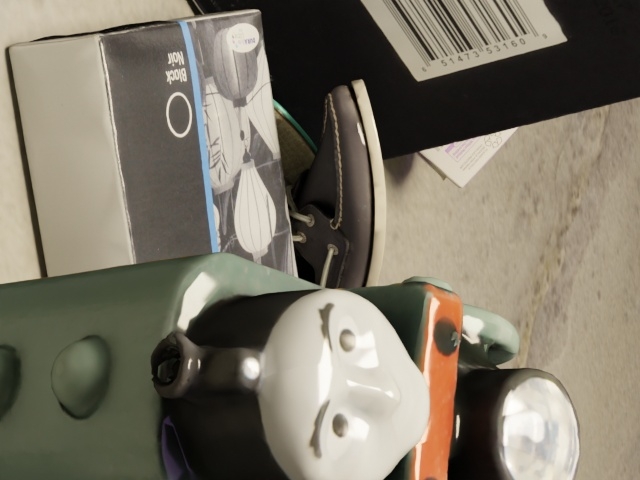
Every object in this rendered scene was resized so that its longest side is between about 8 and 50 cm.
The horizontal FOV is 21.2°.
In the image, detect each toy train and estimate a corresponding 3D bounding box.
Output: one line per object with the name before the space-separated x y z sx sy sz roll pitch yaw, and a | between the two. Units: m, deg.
toy train | -0.068 0.076 0.675 0.190 0.334 0.142 20 71 -44

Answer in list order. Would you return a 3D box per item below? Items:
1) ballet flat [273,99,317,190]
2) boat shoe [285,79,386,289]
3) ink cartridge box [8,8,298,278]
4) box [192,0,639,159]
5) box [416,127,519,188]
ballet flat | -0.014 -0.025 1.050 0.052 0.057 0.168 -54 136 -15
boat shoe | 0.000 0.000 0.998 0.075 0.065 0.206 -102 -168 -51
ink cartridge box | -0.072 0.047 0.927 0.165 0.065 0.332 -25 109 -60
box | 0.113 -0.227 1.032 0.182 0.296 0.294 53 42 -31
box | 0.176 -0.177 1.182 0.067 0.324 0.063 40 5 -20
